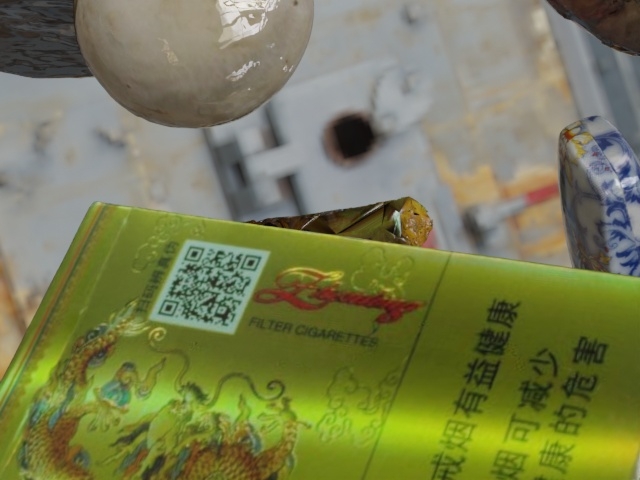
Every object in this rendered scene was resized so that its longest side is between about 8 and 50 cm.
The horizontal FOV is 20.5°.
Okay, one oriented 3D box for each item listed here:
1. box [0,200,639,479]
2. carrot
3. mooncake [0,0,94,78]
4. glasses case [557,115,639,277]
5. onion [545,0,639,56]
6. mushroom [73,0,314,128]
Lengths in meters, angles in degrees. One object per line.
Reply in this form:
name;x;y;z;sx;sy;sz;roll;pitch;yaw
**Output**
box;-0.001;0.077;0.792;0.173;0.311;0.043;-67;150;-28
carrot;0.000;0.000;1.744;0.069;0.228;0.069;23;62;-54
mooncake;-0.261;-0.293;1.835;0.324;0.324;0.187;80;12;-78
glasses case;0.208;0.022;1.208;0.248;0.065;0.087;70;-1;-46
onion;0.372;-0.364;1.865;0.347;0.347;0.285;74;35;-52
mushroom;-0.113;-0.187;1.516;0.209;0.206;0.206;120;-46;-64
